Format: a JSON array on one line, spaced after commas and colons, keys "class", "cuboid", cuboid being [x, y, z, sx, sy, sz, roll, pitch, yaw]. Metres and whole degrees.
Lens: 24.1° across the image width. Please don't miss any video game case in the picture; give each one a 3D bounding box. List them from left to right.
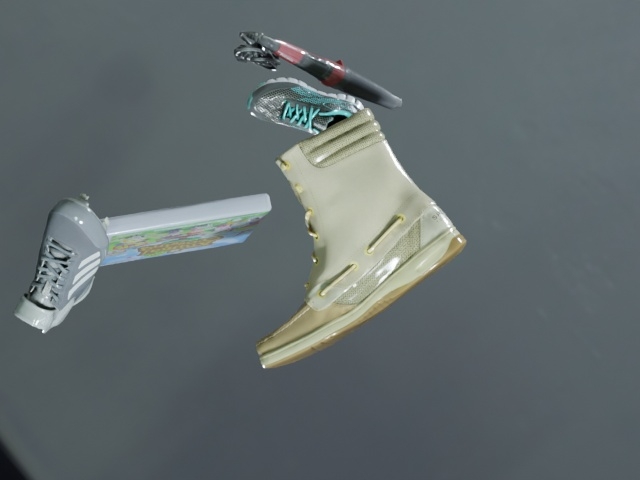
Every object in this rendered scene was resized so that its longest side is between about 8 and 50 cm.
[{"class": "video game case", "cuboid": [-0.176, -0.008, 1.744, 0.212, 0.023, 0.193, -10, 171, -14]}]

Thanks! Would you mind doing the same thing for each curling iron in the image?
[{"class": "curling iron", "cuboid": [0.004, -0.196, 1.734, 0.274, 0.068, 0.035, 13, 91, -45]}]

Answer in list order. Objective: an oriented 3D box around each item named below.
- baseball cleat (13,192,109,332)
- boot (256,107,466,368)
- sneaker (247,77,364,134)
[{"class": "baseball cleat", "cuboid": [-0.279, 0.037, 1.610, 0.109, 0.072, 0.206, -57, 172, -30]}, {"class": "boot", "cuboid": [0.000, 0.000, 1.646, 0.262, 0.203, 0.095, -36, 174, 11]}, {"class": "sneaker", "cuboid": [-0.012, -0.167, 1.960, 0.076, 0.166, 0.065, -120, -140, -61]}]
